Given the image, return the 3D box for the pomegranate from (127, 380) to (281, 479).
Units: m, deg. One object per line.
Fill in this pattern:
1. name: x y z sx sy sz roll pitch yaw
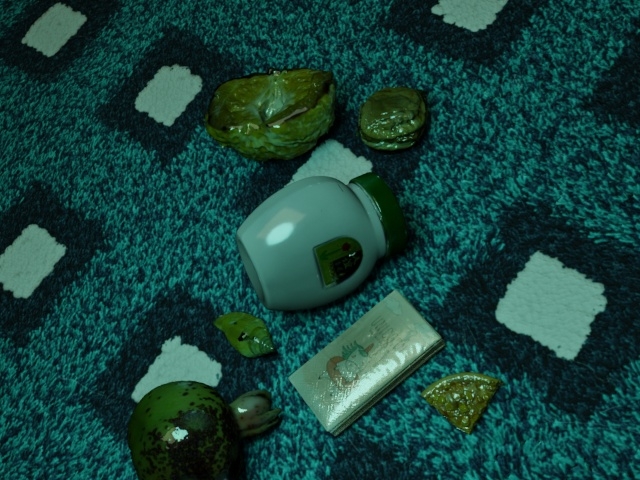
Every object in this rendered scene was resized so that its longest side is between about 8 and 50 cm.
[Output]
1. pomegranate: -0.244 0.431 1.564 0.341 0.285 0.285 -18 56 -21

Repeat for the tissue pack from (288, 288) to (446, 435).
1. tissue pack: 0.104 0.273 1.607 0.325 0.071 0.170 -39 57 -3

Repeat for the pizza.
1. pizza: 0.301 0.346 1.520 0.178 0.041 0.130 -1 65 19

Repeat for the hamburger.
1. hamburger: 0.189 -0.315 1.861 0.183 0.130 0.206 -2 45 17

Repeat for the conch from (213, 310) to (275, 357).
1. conch: -0.175 0.230 1.730 0.095 0.079 0.201 -32 48 -20

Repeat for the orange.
1. orange: -0.127 -0.322 1.903 0.369 0.210 0.270 -1 41 17

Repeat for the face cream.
1. face cream: 0.000 0.000 1.649 0.357 0.312 0.219 -25 33 -14
